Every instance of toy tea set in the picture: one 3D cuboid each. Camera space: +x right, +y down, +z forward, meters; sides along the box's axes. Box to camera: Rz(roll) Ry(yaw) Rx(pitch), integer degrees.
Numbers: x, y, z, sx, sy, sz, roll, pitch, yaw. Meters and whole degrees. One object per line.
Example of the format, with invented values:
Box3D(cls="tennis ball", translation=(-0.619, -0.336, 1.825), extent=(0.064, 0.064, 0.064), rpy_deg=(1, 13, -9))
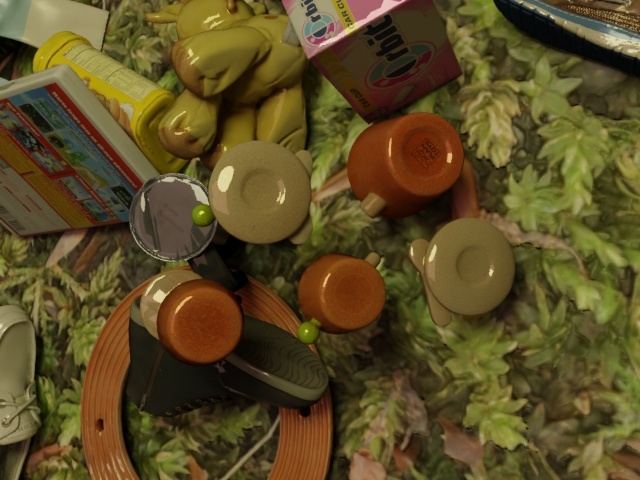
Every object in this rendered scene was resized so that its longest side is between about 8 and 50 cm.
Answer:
Box3D(cls="toy tea set", translation=(0.000, 0.000, 0.639), extent=(0.335, 0.124, 0.200), rpy_deg=(-12, 89, -14))

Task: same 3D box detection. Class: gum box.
Box3D(cls="gum box", translation=(0.056, -0.179, 0.639), extent=(0.107, 0.188, 0.062), rpy_deg=(-27, 73, 14))

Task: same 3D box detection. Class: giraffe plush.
Box3D(cls="giraffe plush", translation=(-0.099, -0.194, 0.740), extent=(0.170, 0.181, 0.210), rpy_deg=(44, 109, 40))

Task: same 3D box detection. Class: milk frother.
Box3D(cls="milk frother", translation=(-0.095, -0.027, 0.710), extent=(0.129, 0.135, 0.143), rpy_deg=(39, 90, 4))

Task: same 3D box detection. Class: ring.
Box3D(cls="ring", translation=(-0.133, 0.195, 0.784), extent=(0.336, 0.032, 0.337), rpy_deg=(-2, 85, 27))

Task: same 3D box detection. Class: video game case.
Box3D(cls="video game case", translation=(-0.325, -0.088, 0.814), extent=(0.285, 0.204, 0.025), rpy_deg=(-6, 47, 31))

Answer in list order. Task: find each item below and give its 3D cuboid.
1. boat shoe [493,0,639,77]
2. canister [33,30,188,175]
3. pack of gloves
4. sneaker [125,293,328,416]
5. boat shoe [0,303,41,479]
Box3D(cls="boat shoe", translation=(0.242, -0.198, 0.617), extent=(0.183, 0.066, 0.066), rpy_deg=(29, 94, 16))
Box3D(cls="canister", translation=(-0.234, -0.155, 0.814), extent=(0.169, 0.126, 0.073), rpy_deg=(32, 71, 23))
Box3D(cls="pack of gloves", translation=(-0.390, -0.228, 0.846), extent=(0.046, 0.232, 0.195), rpy_deg=(5, 81, 67))
Box3D(cls="sneaker", translation=(-0.099, 0.141, 0.723), extent=(0.222, 0.083, 0.118), rpy_deg=(20, 113, 20))
Box3D(cls="boat shoe", translation=(-0.390, 0.219, 0.879), extent=(0.096, 0.098, 0.277), rpy_deg=(20, 103, 26))
